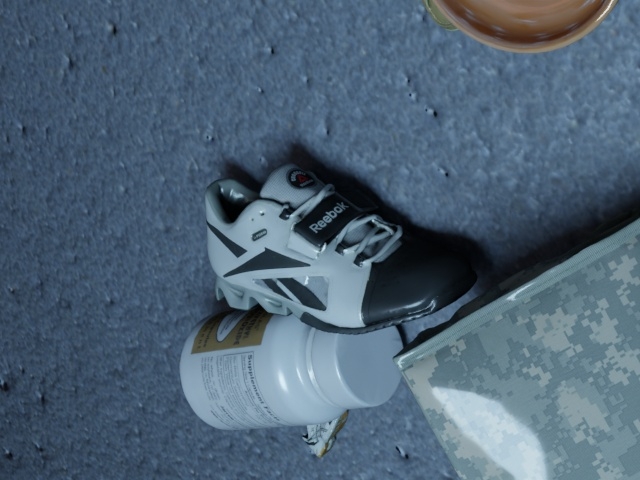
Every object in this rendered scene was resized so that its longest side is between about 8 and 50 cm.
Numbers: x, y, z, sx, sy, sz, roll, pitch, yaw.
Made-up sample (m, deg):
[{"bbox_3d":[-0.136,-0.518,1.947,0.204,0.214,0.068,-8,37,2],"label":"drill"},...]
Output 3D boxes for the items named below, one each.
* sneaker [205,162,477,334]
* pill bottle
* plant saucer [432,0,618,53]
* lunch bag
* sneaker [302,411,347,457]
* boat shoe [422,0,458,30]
[{"bbox_3d":[0.000,0.000,1.504,0.330,0.122,0.146,5,119,40],"label":"sneaker"},{"bbox_3d":[-0.029,0.129,1.602,0.229,0.131,0.131,-10,106,45],"label":"pill bottle"},{"bbox_3d":[0.166,-0.253,1.247,0.200,0.037,0.200,15,120,28],"label":"plant saucer"},{"bbox_3d":[0.245,0.120,1.306,0.287,0.169,0.235,-30,88,15],"label":"lunch bag"},{"bbox_3d":[0.002,0.206,1.692,0.037,0.032,0.083,42,135,16],"label":"sneaker"},{"bbox_3d":[0.087,-0.251,1.328,0.056,0.048,0.153,-3,111,44],"label":"boat shoe"}]
